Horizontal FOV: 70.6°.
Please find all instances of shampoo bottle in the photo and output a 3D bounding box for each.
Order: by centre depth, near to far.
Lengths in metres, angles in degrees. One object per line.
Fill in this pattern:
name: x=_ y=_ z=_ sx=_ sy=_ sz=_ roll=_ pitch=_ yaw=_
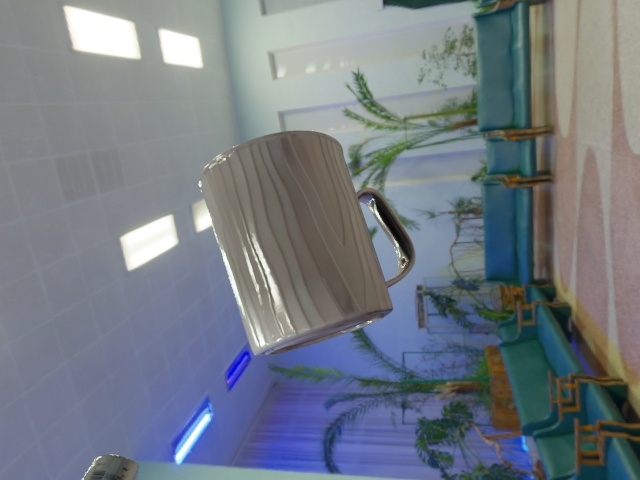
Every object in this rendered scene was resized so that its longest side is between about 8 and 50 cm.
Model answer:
shampoo bottle: x=-0.385 y=0.465 z=0.735 sx=0.227 sy=0.086 sz=0.056 roll=-77 pitch=-7 yaw=-62

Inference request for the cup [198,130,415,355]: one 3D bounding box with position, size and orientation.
cup: x=-0.015 y=0.008 z=0.672 sx=0.288 sy=0.208 sz=0.273 roll=6 pitch=-119 yaw=-55
